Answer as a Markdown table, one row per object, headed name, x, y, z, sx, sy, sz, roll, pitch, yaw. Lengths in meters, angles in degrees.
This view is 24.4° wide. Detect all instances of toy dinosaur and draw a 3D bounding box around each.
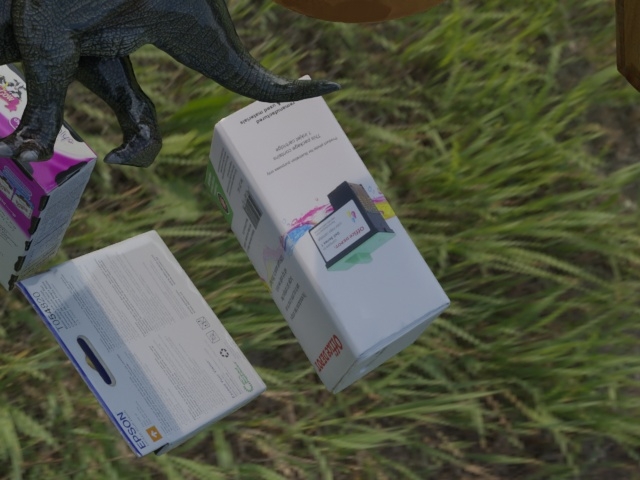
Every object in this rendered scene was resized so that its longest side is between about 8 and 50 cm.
| name | x | y | z | sx | sy | sz | roll | pitch | yaw |
| --- | --- | --- | --- | --- | --- | --- | --- | --- | --- |
| toy dinosaur | -0.144 | -0.121 | 0.720 | 0.313 | 0.121 | 0.160 | 8 | 97 | 4 |

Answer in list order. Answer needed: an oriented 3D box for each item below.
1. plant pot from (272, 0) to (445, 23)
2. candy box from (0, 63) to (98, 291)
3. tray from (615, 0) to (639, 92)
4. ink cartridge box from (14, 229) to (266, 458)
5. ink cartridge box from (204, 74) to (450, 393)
| name | x | y | z | sx | sy | sz | roll | pitch | yaw |
| --- | --- | --- | --- | --- | --- | --- | --- | --- | --- |
| plant pot | 0.027 | -0.350 | 1.197 | 0.291 | 0.203 | 0.291 | -2 | 73 | 7 |
| candy box | -0.314 | -0.068 | 1.452 | 0.159 | 0.233 | 0.071 | 47 | 58 | 5 |
| tray | 0.350 | -0.247 | 0.848 | 0.411 | 0.203 | 0.076 | -30 | 53 | -11 |
| ink cartridge box | -0.191 | 0.110 | 1.539 | 0.223 | 0.045 | 0.224 | 54 | 35 | 10 |
| ink cartridge box | 0.000 | 0.000 | 1.540 | 0.117 | 0.201 | 0.278 | -29 | 80 | -14 |
